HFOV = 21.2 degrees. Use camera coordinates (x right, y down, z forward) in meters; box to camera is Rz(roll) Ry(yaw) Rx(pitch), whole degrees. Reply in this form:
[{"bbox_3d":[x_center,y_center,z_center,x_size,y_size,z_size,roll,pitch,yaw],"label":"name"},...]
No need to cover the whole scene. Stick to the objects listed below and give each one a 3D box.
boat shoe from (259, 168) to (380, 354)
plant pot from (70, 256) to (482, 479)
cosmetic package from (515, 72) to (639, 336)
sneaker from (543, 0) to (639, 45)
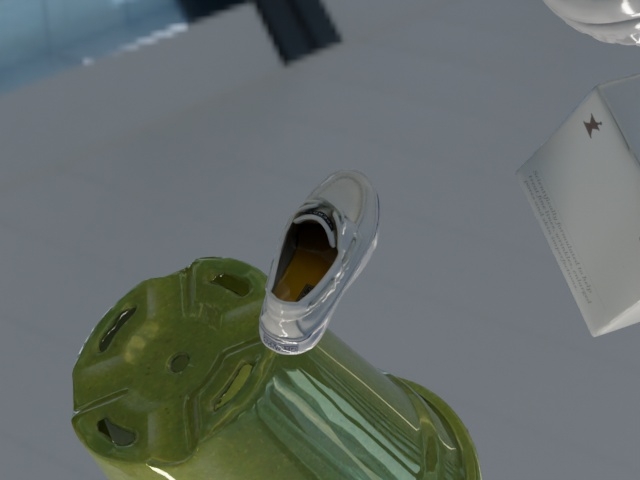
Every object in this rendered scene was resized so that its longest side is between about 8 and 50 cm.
[{"bbox_3d":[0.000,0.000,0.699,0.035,0.035,0.100,17,-132,14],"label":"boat shoe"},{"bbox_3d":[-0.052,0.154,1.305,0.276,0.254,0.276,-19,-135,20],"label":"plant pot"},{"bbox_3d":[0.279,-0.041,1.303,0.183,0.151,0.151,-16,-108,-25],"label":"cosmetic package"},{"bbox_3d":[0.126,-0.169,0.380,0.153,0.268,0.101,32,-161,-49],"label":"sneaker"}]
